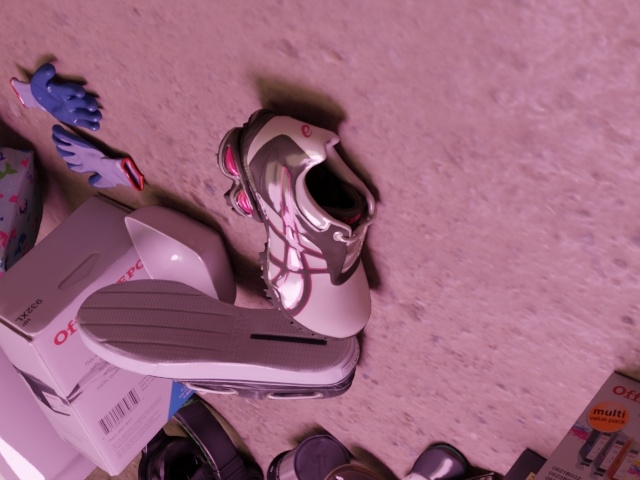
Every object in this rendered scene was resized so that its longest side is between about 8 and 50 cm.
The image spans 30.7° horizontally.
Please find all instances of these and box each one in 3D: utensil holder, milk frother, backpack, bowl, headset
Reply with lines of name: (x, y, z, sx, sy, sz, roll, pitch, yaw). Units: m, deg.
utensil holder: (-0.583, 0.281, 2.081, 0.385, 0.327, 0.327, 51, 153, -11)
milk frother: (0.011, 0.347, 1.633, 0.143, 0.129, 0.135, 3, 161, -18)
backpack: (-0.485, -0.026, 1.596, 0.191, 0.225, 0.253, 13, 154, -9)
bowl: (-0.161, 0.019, 1.412, 0.142, 0.053, 0.142, 25, 148, 31)
headset: (-0.217, 0.423, 1.935, 0.243, 0.185, 0.394, 11, 128, 48)

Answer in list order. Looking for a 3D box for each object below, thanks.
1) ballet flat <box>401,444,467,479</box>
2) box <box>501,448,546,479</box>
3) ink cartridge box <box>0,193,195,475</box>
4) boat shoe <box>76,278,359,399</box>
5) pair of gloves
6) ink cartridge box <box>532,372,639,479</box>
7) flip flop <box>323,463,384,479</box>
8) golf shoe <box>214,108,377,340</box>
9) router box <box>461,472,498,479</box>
ballet flat: (0.126, 0.314, 1.433, 0.074, 0.074, 0.203, 39, 153, 8)
box: (0.220, 0.350, 1.173, 0.183, 0.233, 0.059, 30, 148, 24)
ink cartridge box: (-0.288, 0.128, 1.554, 0.129, 0.223, 0.307, 25, 148, 33)
boat shoe: (-0.120, 0.135, 1.355, 0.335, 0.121, 0.119, 10, 143, 12)
pair of gloves: (-0.294, -0.135, 1.404, 0.159, 0.023, 0.198, 16, 144, 39)
ink cartridge box: (0.267, 0.230, 0.999, 0.128, 0.176, 0.127, 21, 143, 36)
flip flop: (0.101, 0.404, 1.579, 0.277, 0.112, 0.080, 47, 179, -13)
golf shoe: (0.000, 0.000, 1.114, 0.120, 0.105, 0.273, 7, 137, 39)
router box: (0.182, 0.333, 1.370, 0.092, 0.038, 0.122, -18, 124, 17)
